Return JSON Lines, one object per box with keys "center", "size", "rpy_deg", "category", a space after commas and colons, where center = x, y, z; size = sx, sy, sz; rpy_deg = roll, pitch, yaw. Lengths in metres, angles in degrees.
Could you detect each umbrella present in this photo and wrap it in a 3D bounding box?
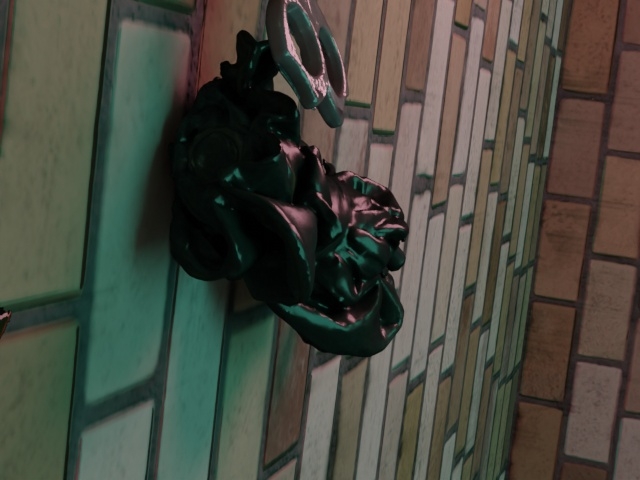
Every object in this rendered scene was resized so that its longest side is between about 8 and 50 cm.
{"center": [0.002, -0.002, 0.782], "size": [0.349, 0.094, 0.143], "rpy_deg": [46, 52, -66], "category": "umbrella"}

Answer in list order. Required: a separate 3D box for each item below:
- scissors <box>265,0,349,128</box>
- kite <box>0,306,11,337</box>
{"center": [-0.019, -0.154, 0.672], "size": [0.100, 0.015, 0.189], "rpy_deg": [17, 58, -70], "category": "scissors"}
{"center": [-0.182, 0.119, 0.365], "size": [0.234, 0.016, 0.321], "rpy_deg": [76, 27, -54], "category": "kite"}
